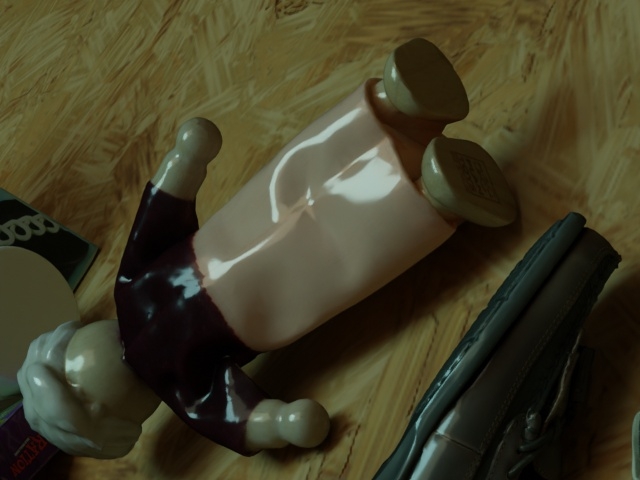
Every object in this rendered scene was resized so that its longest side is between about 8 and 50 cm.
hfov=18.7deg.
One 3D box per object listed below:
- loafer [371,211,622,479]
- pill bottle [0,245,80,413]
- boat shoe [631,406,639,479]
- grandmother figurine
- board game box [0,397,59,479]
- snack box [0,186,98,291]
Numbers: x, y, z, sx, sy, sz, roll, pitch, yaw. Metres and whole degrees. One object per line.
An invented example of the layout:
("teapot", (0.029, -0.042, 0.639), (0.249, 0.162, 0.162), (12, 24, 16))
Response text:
("loafer", (0.073, 0.113, 0.935), (0.267, 0.084, 0.096), (-54, -3, -7))
("pill bottle", (-0.283, 0.085, 1.430), (0.229, 0.131, 0.131), (-24, 41, 44))
("boat shoe", (0.167, 0.129, 0.769), (0.070, 0.078, 0.219), (104, 170, -47))
("grandmother figurine", (-0.048, 0.033, 1.140), (0.342, 0.104, 0.208), (-33, 57, 28))
("board game box", (-0.335, 0.234, 1.353), (0.347, 0.056, 0.208), (-33, 14, 35))
("snack box", (-0.343, -0.060, 1.476), (0.187, 0.322, 0.060), (13, 73, 60))
